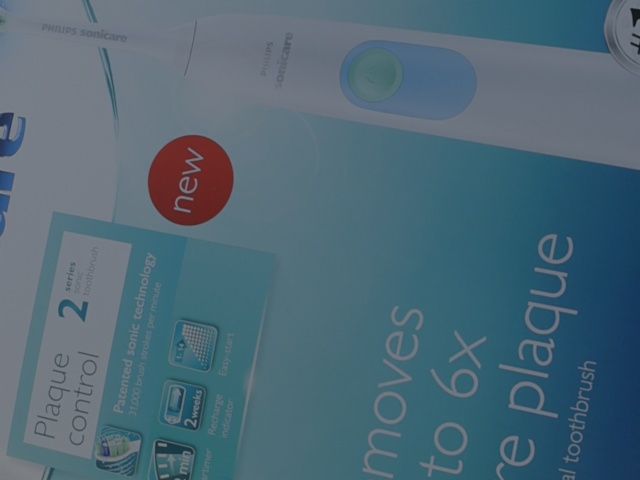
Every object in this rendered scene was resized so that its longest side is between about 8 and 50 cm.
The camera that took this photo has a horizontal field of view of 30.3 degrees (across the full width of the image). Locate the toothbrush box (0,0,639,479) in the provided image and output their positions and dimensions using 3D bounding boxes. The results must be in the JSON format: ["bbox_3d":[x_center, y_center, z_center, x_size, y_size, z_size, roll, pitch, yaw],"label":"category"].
[{"bbox_3d":[0.000,0.000,0.448,0.295,0.126,0.216,12,-92,17],"label":"toothbrush box"}]
